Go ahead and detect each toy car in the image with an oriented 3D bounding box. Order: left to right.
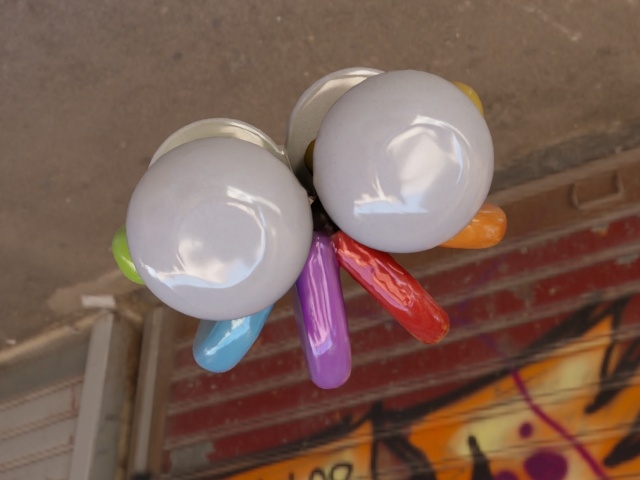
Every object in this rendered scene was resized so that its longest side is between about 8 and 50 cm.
[{"bbox_3d":[0.000,0.000,0.441,0.182,0.159,0.136,-20,104,-3],"label":"toy car"}]
